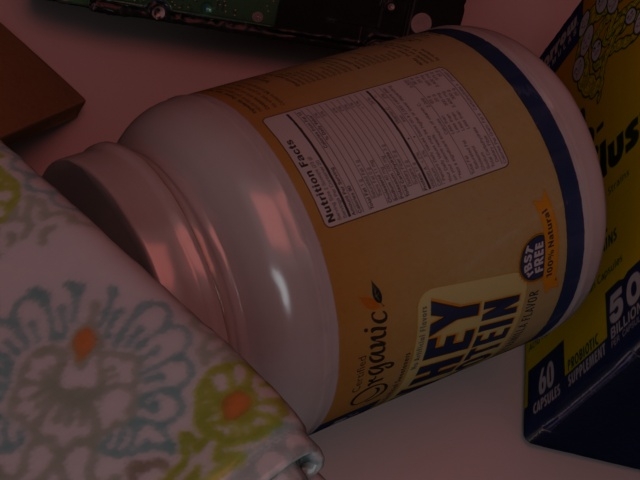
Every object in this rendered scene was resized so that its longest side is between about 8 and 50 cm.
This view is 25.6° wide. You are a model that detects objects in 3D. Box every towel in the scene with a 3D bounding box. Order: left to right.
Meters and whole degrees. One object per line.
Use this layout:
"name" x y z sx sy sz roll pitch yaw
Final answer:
"towel" -0.220 0.101 0.636 0.320 0.090 0.374 -38 60 -22

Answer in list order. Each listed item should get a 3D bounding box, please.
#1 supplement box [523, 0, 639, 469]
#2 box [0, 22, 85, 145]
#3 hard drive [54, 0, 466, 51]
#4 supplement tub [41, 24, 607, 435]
"supplement box" 0.280 -0.024 1.053 0.195 0.194 0.356 15 56 -13
"box" -0.264 -0.121 0.942 0.164 0.021 0.201 42 23 2
"hard drive" -0.038 -0.273 1.070 0.339 0.237 0.064 6 18 -18
"supplement tub" 0.000 0.000 0.908 0.316 0.228 0.228 -19 69 -29
